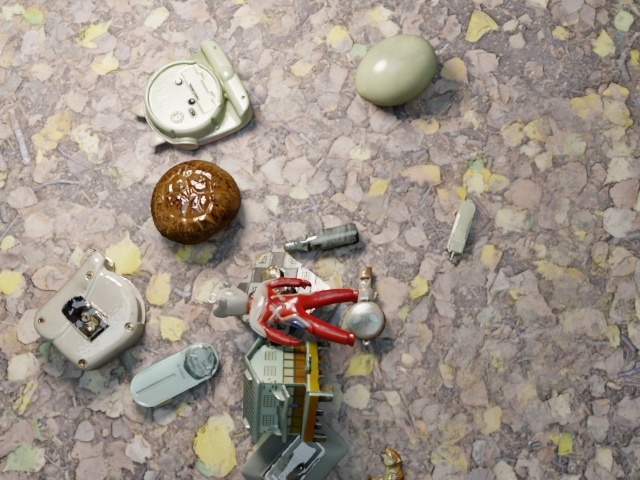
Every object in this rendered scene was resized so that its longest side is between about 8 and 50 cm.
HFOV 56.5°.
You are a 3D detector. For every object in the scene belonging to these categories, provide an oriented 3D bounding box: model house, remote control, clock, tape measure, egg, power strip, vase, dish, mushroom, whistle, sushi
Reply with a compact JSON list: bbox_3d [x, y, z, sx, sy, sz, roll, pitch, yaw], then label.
[{"bbox_3d":[-0.085,0.376,1.488,0.216,0.224,0.198,5,34,-3],"label":"model house"},{"bbox_3d":[-0.387,0.358,1.594,0.247,0.052,0.104,-26,81,-6],"label":"remote control"},{"bbox_3d":[-0.380,-0.400,1.721,0.324,0.108,0.265,-30,81,-6],"label":"clock"},{"bbox_3d":[-0.604,0.192,1.591,0.265,0.130,0.258,40,79,7],"label":"tape measure"},{"bbox_3d":[0.214,-0.483,1.698,0.253,0.186,0.186,-28,80,-9],"label":"egg"},{"bbox_3d":[0.395,-0.029,1.686,0.048,0.030,0.191,19,79,2],"label":"power strip"},{"bbox_3d":[0.000,0.000,1.665,0.212,0.060,0.059,-12,79,-1],"label":"vase"},{"bbox_3d":[-0.068,0.569,1.539,0.182,0.080,0.243,42,82,7],"label":"dish"},{"bbox_3d":[-0.348,-0.108,1.645,0.253,0.153,0.253,-2,70,5],"label":"mushroom"},{"bbox_3d":[0.124,0.179,1.633,0.107,0.057,0.219,-5,73,13],"label":"whistle"},{"bbox_3d":[-0.127,0.139,1.598,0.231,0.047,0.219,36,80,30],"label":"sushi"}]

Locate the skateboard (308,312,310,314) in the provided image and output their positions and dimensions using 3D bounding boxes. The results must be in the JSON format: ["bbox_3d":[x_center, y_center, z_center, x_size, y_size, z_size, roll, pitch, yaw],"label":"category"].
[{"bbox_3d":[-0.046,0.195,1.612,0.032,0.083,0.063,-27,79,-5],"label":"skateboard"}]

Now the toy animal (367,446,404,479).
[{"bbox_3d":[0.186,0.660,1.531,0.099,0.057,0.241,-16,78,-4],"label":"toy animal"}]

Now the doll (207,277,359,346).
[{"bbox_3d":[-0.097,0.173,1.501,0.384,0.099,0.188,10,54,1],"label":"doll"}]
